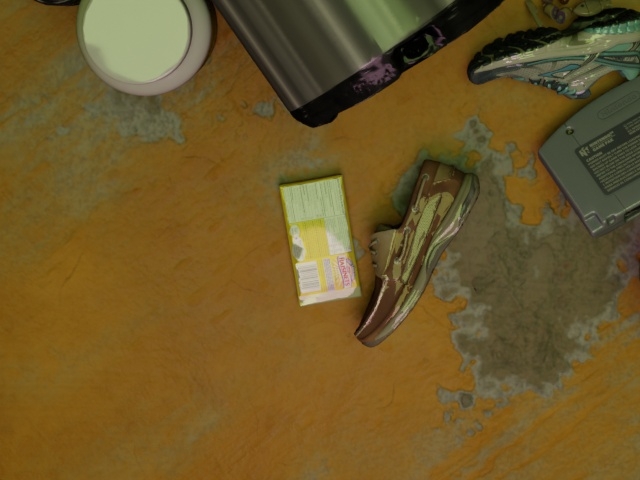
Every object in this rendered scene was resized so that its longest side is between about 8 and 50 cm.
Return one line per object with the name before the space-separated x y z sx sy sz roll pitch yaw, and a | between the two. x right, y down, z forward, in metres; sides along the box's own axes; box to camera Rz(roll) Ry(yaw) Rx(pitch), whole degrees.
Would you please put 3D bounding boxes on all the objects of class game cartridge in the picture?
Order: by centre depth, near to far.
game cartridge | 0.505 -0.154 1.836 0.297 0.062 0.198 -30 58 3

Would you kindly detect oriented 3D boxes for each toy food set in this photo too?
toy food set | 0.389 -0.380 1.840 0.122 0.019 0.078 -19 61 -4

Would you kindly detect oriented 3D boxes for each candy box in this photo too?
candy box | 0.000 0.000 1.907 0.105 0.027 0.206 -10 102 -3

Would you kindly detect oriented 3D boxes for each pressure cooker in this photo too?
pressure cooker | 0.013 -0.416 1.601 0.375 0.370 0.420 -33 100 14

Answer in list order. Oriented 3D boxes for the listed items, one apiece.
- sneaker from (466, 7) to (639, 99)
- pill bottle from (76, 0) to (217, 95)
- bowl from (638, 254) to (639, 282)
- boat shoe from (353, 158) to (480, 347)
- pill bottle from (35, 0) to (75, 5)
sneaker | 0.373 -0.271 1.835 0.283 0.110 0.122 -13 112 4
pill bottle | -0.246 -0.305 1.679 0.188 0.334 0.188 0 102 -2
bowl | 0.616 0.010 1.859 0.289 0.156 0.289 -9 122 -14
boat shoe | 0.133 0.017 1.880 0.116 0.123 0.324 30 92 -1
pill bottle | -0.375 -0.405 1.711 0.123 0.219 0.122 0 101 -2
